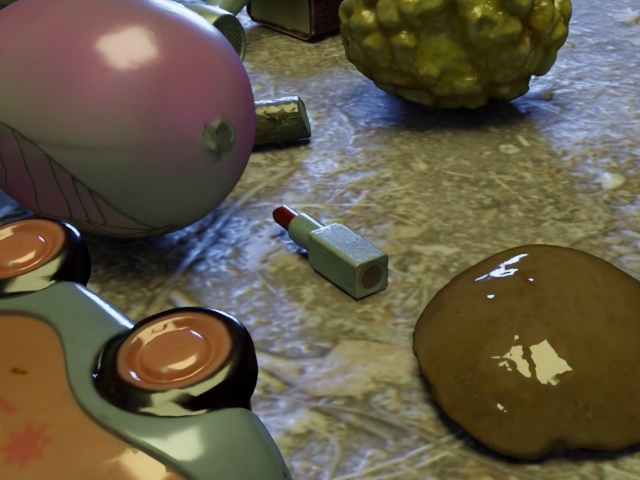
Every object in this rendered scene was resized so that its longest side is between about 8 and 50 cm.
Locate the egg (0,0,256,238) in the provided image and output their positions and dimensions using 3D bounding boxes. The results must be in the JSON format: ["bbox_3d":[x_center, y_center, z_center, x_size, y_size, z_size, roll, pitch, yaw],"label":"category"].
[{"bbox_3d":[-0.176,-0.101,0.938,0.271,0.196,0.196,8,30,25],"label":"egg"}]

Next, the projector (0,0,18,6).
[{"bbox_3d":[-0.263,-0.315,1.410,0.257,0.079,0.259,5,24,41],"label":"projector"}]

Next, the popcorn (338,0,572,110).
[{"bbox_3d":[0.124,-0.215,1.150,0.218,0.169,0.189,2,30,-6],"label":"popcorn"}]

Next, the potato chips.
[{"bbox_3d":[0.147,0.056,0.778,0.195,0.061,0.208,23,35,34],"label":"potato chips"}]

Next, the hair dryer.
[{"bbox_3d":[-0.131,-0.265,1.313,0.206,0.075,0.237,13,47,34],"label":"hair dryer"}]

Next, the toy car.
[{"bbox_3d":[-0.138,0.132,0.547,0.212,0.180,0.270,-35,42,-30],"label":"toy car"}]

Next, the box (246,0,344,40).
[{"bbox_3d":[0.031,-0.301,1.412,0.224,0.069,0.120,-27,39,-37],"label":"box"}]

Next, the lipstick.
[{"bbox_3d":[0.000,0.001,0.910,0.030,0.030,0.129,-20,34,-30],"label":"lipstick"}]

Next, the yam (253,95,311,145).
[{"bbox_3d":[-0.052,-0.106,1.093,0.094,0.043,0.043,-10,30,-12],"label":"yam"}]
